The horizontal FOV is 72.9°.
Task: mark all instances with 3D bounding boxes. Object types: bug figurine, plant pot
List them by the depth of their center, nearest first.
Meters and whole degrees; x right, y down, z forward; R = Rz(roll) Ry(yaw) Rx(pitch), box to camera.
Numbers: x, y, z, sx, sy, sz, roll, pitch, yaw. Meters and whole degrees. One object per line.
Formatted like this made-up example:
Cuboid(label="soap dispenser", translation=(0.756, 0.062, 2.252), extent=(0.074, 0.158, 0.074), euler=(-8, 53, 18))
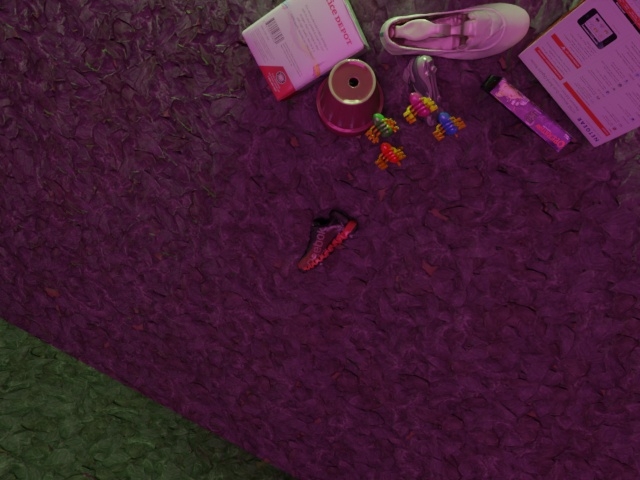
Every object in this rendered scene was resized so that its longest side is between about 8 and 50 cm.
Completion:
Cuboid(label="plant pot", translation=(0.086, -0.418, 1.244), extent=(0.201, 0.180, 0.202), euler=(0, 86, 2))
Cuboid(label="bug figurine", translation=(0.264, -0.325, 1.266), extent=(0.278, 0.072, 0.216), euler=(-23, 141, 28))

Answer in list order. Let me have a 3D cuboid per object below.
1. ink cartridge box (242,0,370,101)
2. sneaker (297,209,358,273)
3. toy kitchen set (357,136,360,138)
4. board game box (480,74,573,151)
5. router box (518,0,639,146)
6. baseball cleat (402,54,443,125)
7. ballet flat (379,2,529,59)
Cuboid(label="ink cartridge box", translation=(-0.039, -0.588, 1.280), extent=(0.306, 0.131, 0.226), euler=(-23, 102, 21))
Cuboid(label="sneaker", translation=(0.000, 0.000, 1.507), extent=(0.135, 0.098, 0.276), euler=(44, 113, -4))
Cuboid(label="toy kitchen set", translation=(0.085, -0.373, 1.381), extent=(0.083, 0.075, 0.068), euler=(10, 103, -30))
Cuboid(label="board game box", translation=(0.507, -0.335, 1.101), extent=(0.208, 0.347, 0.056), euler=(37, 116, 1))
Cuboid(label="router box", translation=(0.718, -0.436, 1.057), extent=(0.335, 0.082, 0.301), euler=(48, 154, -5))
Cuboid(label="baseball cleat", translation=(0.301, -0.443, 1.280), extent=(0.109, 0.072, 0.206), euler=(29, 143, 46))
Cuboid(label="ballet flat", translation=(0.357, -0.564, 1.177), extent=(0.399, 0.139, 0.139), euler=(3, 111, 14))
